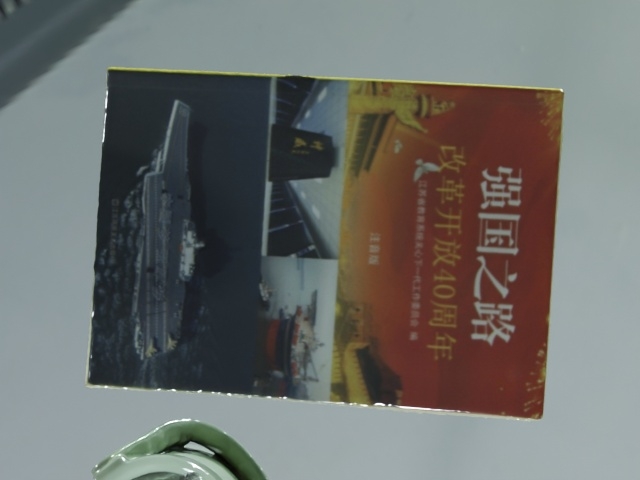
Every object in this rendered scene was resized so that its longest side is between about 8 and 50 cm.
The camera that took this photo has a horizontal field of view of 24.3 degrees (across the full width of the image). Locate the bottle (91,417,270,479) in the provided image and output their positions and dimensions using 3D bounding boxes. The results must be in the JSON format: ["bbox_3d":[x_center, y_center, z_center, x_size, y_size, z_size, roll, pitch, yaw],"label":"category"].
[{"bbox_3d":[-0.159,0.312,1.626,0.229,0.352,0.229,0,77,1],"label":"bottle"}]

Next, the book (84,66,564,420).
[{"bbox_3d":[0.000,0.000,1.189,0.373,0.028,0.263,4,88,8],"label":"book"}]
